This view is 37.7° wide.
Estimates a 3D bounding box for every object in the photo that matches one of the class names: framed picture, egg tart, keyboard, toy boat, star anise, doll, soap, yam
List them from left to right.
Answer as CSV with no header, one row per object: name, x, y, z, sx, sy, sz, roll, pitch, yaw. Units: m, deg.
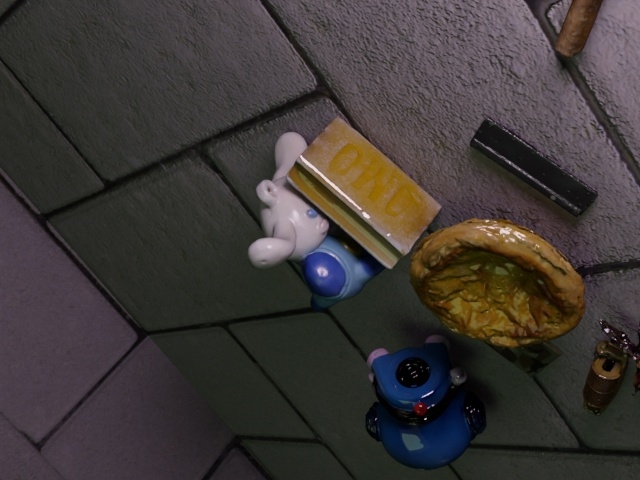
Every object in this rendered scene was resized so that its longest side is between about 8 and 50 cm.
doll,0.006,-0.002,1.874,0.187,0.376,0.365,-15,130,42
soap,0.084,-0.095,1.804,0.274,0.173,0.089,40,140,-1
doll,0.236,0.388,2.162,0.284,0.240,0.310,-5,139,12
egg tart,0.327,0.066,1.746,0.341,0.129,0.341,11,139,10
framed picture,0.398,0.204,1.986,0.200,0.010,0.136,37,148,5
keyboard,0.367,-0.128,1.611,0.231,0.023,0.072,36,140,7
toy boat,0.553,0.277,1.841,0.068,0.088,0.226,25,144,22
yam,0.383,-0.384,1.265,0.327,0.045,0.045,98,152,-51
star anise,0.621,0.210,1.710,0.157,0.053,0.213,-24,98,24
